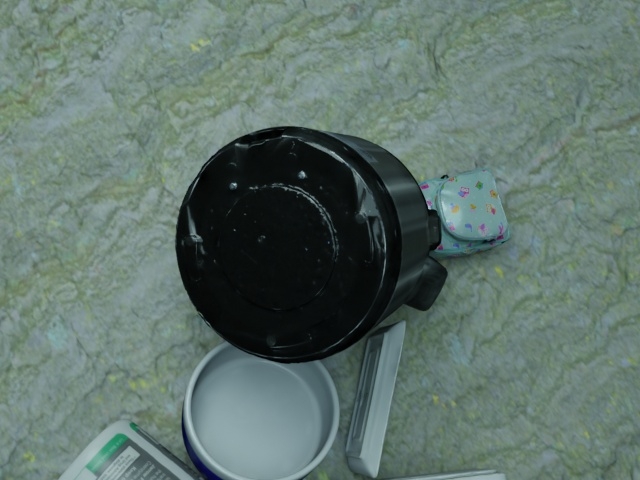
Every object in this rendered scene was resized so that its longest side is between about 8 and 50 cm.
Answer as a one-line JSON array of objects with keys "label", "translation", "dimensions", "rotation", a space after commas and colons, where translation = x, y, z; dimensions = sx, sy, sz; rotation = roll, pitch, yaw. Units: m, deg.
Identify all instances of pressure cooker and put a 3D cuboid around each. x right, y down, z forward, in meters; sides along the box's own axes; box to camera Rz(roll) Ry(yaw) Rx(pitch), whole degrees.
[{"label": "pressure cooker", "translation": [0.004, -0.004, 1.245], "dimensions": [0.376, 0.420, 0.369], "rotation": [-19, 90, 19]}]

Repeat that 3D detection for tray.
[{"label": "tray", "translation": [0.091, 0.276, 1.297], "dimensions": [0.030, 0.145, 0.270], "rotation": [16, 74, -10]}]

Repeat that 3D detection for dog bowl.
[{"label": "dog bowl", "translation": [-0.106, 0.301, 1.262], "dimensions": [0.265, 0.104, 0.264], "rotation": [7, 58, -12]}]

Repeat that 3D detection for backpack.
[{"label": "backpack", "translation": [0.257, -0.048, 1.402], "dimensions": [0.189, 0.144, 0.165], "rotation": [-13, 81, -4]}]

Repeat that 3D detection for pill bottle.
[{"label": "pill bottle", "translation": [-0.251, 0.478, 1.191], "dimensions": [0.361, 0.204, 0.204], "rotation": [37, 76, 8]}]

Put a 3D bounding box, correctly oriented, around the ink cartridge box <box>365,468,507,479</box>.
[{"label": "ink cartridge box", "translation": [0.180, 0.591, 1.204], "dimensions": [0.286, 0.166, 0.394], "rotation": [-4, 76, -5]}]
